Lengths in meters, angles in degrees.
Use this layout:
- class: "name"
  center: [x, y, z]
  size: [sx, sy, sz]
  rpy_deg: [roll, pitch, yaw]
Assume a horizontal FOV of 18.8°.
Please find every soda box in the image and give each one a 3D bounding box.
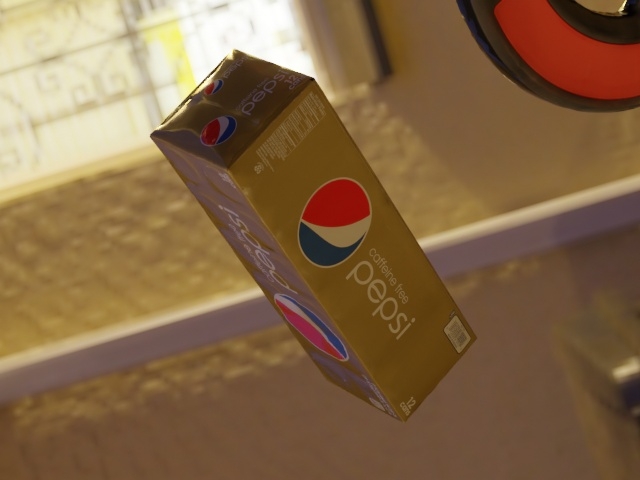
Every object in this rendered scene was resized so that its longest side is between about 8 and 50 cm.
- class: "soda box"
  center: [0.000, 0.000, 0.872]
  size: [0.061, 0.058, 0.181]
  rpy_deg: [25, 156, 47]

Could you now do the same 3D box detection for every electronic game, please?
- class: "electronic game"
  center: [0.142, -0.168, 0.847]
  size: [0.048, 0.229, 0.229]
  rpy_deg: [26, 144, 47]
